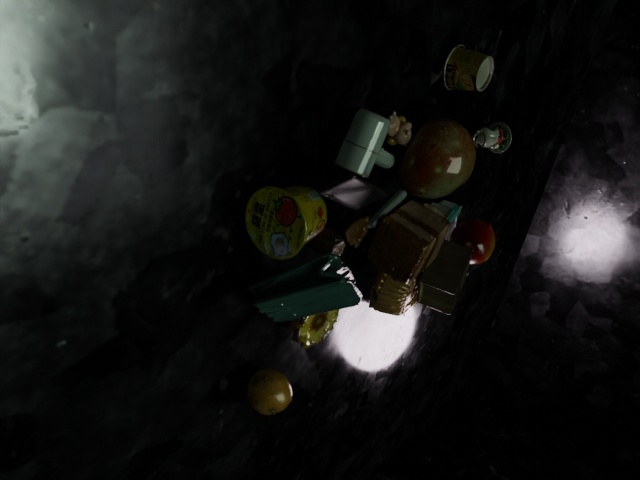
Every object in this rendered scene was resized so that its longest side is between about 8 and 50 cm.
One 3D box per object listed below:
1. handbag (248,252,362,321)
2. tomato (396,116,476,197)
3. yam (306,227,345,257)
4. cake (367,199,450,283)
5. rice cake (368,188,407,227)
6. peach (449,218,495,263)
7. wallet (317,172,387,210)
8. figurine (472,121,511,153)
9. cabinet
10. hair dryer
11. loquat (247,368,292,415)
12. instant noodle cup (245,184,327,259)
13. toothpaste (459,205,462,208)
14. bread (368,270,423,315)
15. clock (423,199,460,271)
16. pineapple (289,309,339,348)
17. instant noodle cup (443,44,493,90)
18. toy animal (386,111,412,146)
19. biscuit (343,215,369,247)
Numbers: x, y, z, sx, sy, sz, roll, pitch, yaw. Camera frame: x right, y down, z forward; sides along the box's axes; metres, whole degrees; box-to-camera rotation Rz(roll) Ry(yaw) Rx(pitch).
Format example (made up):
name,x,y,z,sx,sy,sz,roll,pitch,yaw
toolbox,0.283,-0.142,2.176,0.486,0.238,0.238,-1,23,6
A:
name,x,y,z,sx,sy,sz,roll,pitch,yaw
handbag,-0.036,0.135,1.462,0.274,0.100,0.269,-18,157,10
tomato,0.386,-0.259,1.716,0.270,0.222,0.270,-57,172,-12
yam,0.001,-0.002,1.485,0.079,0.141,0.079,-35,141,-34
cake,0.327,-0.011,1.882,0.293,0.196,0.199,-36,151,-43
rice cake,0.231,-0.110,1.826,0.207,0.033,0.033,-44,142,-25
peach,0.609,0.006,2.105,0.197,0.197,0.197,-34,139,-36
wallet,0.101,-0.143,1.555,0.124,0.025,0.244,-23,160,25
figurine,0.702,-0.423,2.186,0.153,0.132,0.132,-12,124,-36
cabinet,0.484,0.139,2.026,0.215,0.148,0.175,-59,158,-28
hair dryer,0.172,-0.270,1.587,0.357,0.107,0.173,4,114,-65
loquat,-0.157,0.466,1.615,0.141,0.141,0.141,-34,139,-36
instant noodle cup,-0.074,-0.058,1.318,0.144,0.182,0.182,-26,135,-55
toothpaste,0.585,-0.112,2.321,0.194,0.042,0.067,-16,125,-56
bread,0.300,0.165,2.031,0.274,0.149,0.274,-44,149,-35
clock,0.457,-0.011,2.159,0.262,0.116,0.231,-46,150,-21
pineapple,-0.024,0.248,1.702,0.224,0.076,0.225,-30,135,-36
instant noodle cup,0.504,-0.575,1.772,0.151,0.122,0.151,-34,137,-39
toy animal,0.252,-0.347,1.628,0.091,0.082,0.114,-52,146,-14
biscuit,0.115,-0.032,1.735,0.130,0.019,0.119,4,111,-56
